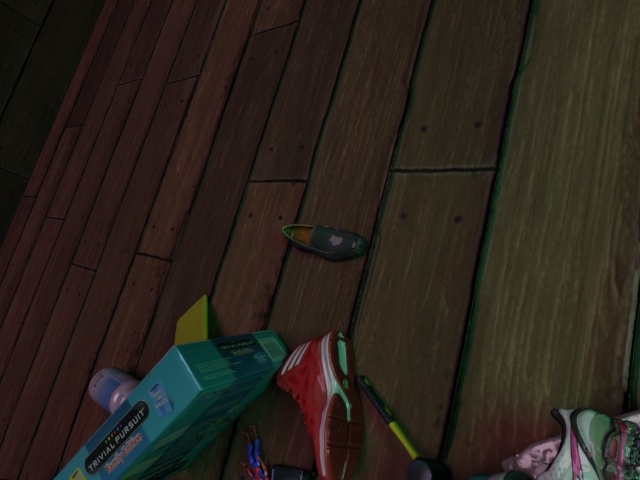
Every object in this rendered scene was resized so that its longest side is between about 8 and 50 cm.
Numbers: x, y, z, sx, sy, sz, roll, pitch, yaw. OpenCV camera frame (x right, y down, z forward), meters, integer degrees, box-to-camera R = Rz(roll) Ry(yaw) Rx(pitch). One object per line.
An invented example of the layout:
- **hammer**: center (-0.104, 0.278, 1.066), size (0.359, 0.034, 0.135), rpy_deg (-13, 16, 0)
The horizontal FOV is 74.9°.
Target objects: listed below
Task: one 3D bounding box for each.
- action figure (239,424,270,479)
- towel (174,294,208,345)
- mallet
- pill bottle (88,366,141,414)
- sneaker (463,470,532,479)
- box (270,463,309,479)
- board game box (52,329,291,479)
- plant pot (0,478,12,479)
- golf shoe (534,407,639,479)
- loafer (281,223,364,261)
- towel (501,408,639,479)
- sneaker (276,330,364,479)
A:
- **action figure**: center (-0.113, 0.383, 0.722), size (0.038, 0.030, 0.115), rpy_deg (-36, 56, 15)
- **towel**: center (-0.263, 0.215, 0.859), size (0.102, 0.021, 0.237), rpy_deg (-42, 31, 10)
- **mallet**: center (0.101, 0.263, 0.585), size (0.039, 0.062, 0.189), rpy_deg (-51, 50, 8)
- **pill bottle**: center (-0.449, 0.351, 0.949), size (0.160, 0.087, 0.087), rpy_deg (8, 77, 39)
- **sneaker**: center (0.163, 0.403, 0.423), size (0.178, 0.124, 0.295), rpy_deg (-35, 51, 44)
- **box**: center (-0.052, 0.410, 0.670), size (0.067, 0.018, 0.083), rpy_deg (-9, 67, 35)
- **board game box**: center (-0.232, 0.295, 0.691), size (0.336, 0.254, 0.079), rpy_deg (-46, 68, 13)
- **plant pot**: center (-0.660, 0.683, 0.895), size (0.274, 0.256, 0.256), rpy_deg (1, 72, 21)
- **golf shoe**: center (0.256, 0.261, 0.409), size (0.086, 0.068, 0.186), rpy_deg (1, 65, 47)
- **loafer**: center (0.000, 0.000, 0.767), size (0.170, 0.061, 0.062), rpy_deg (4, 74, 37)
- **towel**: center (0.347, 0.267, 0.408), size (0.282, 0.049, 0.187), rpy_deg (-32, 58, 24)
- **sneaker**: center (-0.006, 0.265, 0.667), size (0.128, 0.087, 0.221), rpy_deg (-26, 46, 37)
